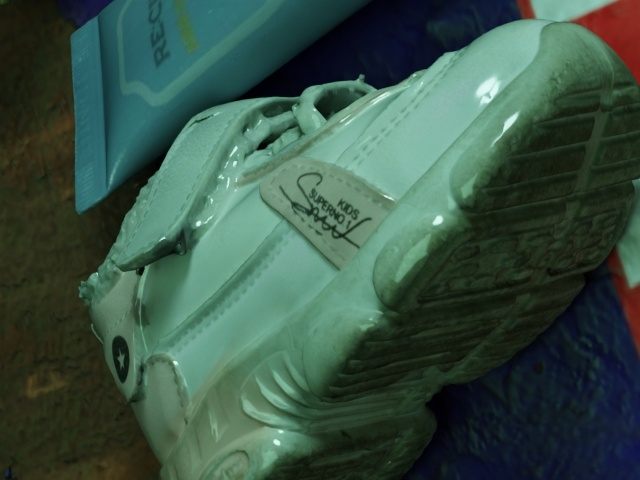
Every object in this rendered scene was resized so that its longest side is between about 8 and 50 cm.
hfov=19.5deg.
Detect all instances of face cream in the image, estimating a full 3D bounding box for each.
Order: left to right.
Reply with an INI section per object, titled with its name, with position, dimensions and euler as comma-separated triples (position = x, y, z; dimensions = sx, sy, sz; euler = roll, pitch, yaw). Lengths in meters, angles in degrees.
[face cream]
position = -0.009, -0.156, 0.999
dimensions = 0.385, 0.086, 0.135
euler = -32, 49, 32

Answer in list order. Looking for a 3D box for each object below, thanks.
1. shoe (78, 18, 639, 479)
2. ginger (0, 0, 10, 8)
[shoe]
position = -0.001, -0.001, 0.960
dimensions = 0.351, 0.172, 0.198
euler = -50, 64, 23
[ginger]
position = -0.144, -0.247, 1.082
dimensions = 0.294, 0.086, 0.131
euler = -36, 54, 25
